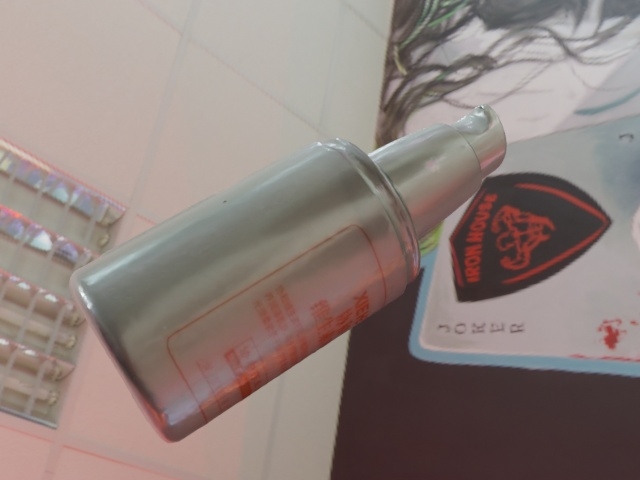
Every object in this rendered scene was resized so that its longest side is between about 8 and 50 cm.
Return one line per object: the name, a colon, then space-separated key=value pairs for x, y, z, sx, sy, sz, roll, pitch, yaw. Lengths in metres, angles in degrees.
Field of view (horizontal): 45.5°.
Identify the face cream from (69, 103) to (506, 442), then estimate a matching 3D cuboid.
face cream: x=0.000 y=0.000 z=0.416 sx=0.252 sy=0.101 sz=0.101 roll=-31 pitch=-80 yaw=-17
